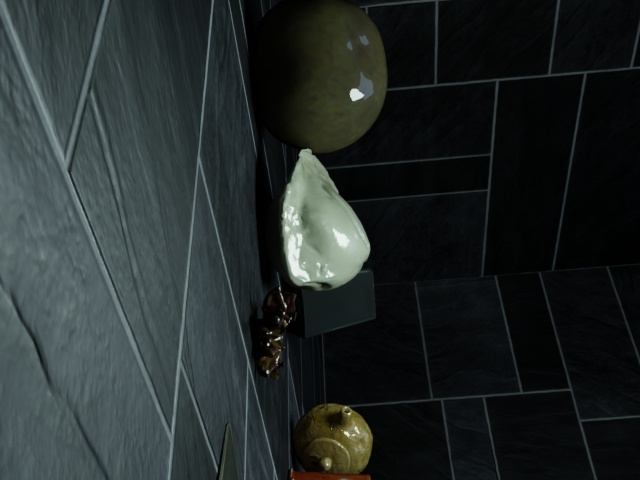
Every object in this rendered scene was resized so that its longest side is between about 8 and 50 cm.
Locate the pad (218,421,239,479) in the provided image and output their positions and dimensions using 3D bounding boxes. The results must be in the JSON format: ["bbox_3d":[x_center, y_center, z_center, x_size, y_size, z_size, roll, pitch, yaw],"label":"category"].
[{"bbox_3d":[-0.085,0.470,1.184,0.315,0.063,0.375,-90,174,-66],"label":"pad"}]

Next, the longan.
[{"bbox_3d":[-0.008,-0.382,2.032,0.361,0.361,0.361,-5,90,-88],"label":"longan"}]

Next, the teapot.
[{"bbox_3d":[0.020,0.535,2.219,0.167,0.203,0.311,-59,169,-67],"label":"teapot"}]

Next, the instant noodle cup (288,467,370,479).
[{"bbox_3d":[0.029,0.655,2.077,0.250,0.192,0.250,-5,90,-88],"label":"instant noodle cup"}]

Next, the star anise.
[{"bbox_3d":[-0.083,0.151,1.621,0.234,0.073,0.177,107,-6,-46],"label":"star anise"}]

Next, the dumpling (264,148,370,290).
[{"bbox_3d":[-0.002,-0.049,1.980,0.395,0.233,0.316,-20,107,-69],"label":"dumpling"}]

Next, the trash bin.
[{"bbox_3d":[0.029,0.159,2.392,0.115,0.225,0.165,-166,-111,-64],"label":"trash bin"}]
